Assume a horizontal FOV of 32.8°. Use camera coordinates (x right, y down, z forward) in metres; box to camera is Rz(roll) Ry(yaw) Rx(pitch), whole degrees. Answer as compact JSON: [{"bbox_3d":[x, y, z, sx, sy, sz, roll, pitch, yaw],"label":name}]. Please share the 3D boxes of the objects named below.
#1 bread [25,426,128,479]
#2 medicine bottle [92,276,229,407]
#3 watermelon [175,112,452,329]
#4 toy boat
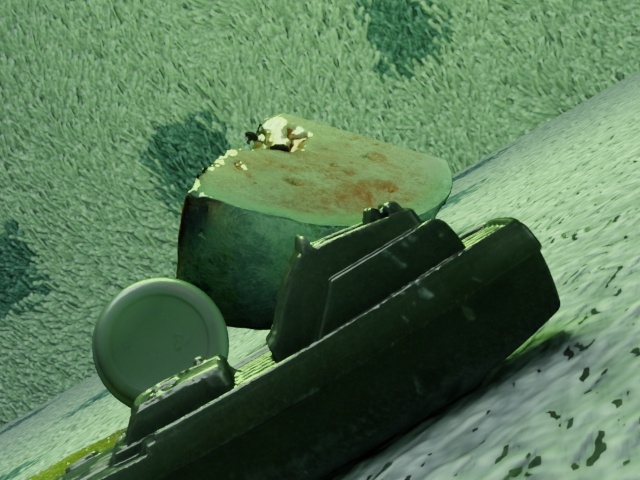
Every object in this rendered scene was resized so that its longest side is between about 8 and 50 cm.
[{"bbox_3d":[-0.158,0.154,0.626,0.228,0.033,0.228,-30,3,1],"label":"bread"},{"bbox_3d":[-0.115,0.086,0.805,0.090,0.090,0.216,-30,-6,-11],"label":"medicine bottle"},{"bbox_3d":[-0.002,0.006,0.934,0.322,0.188,0.175,-50,-23,-62],"label":"watermelon"},{"bbox_3d":[-0.034,0.061,0.422,0.261,0.085,0.078,-30,3,-3],"label":"toy boat"}]
